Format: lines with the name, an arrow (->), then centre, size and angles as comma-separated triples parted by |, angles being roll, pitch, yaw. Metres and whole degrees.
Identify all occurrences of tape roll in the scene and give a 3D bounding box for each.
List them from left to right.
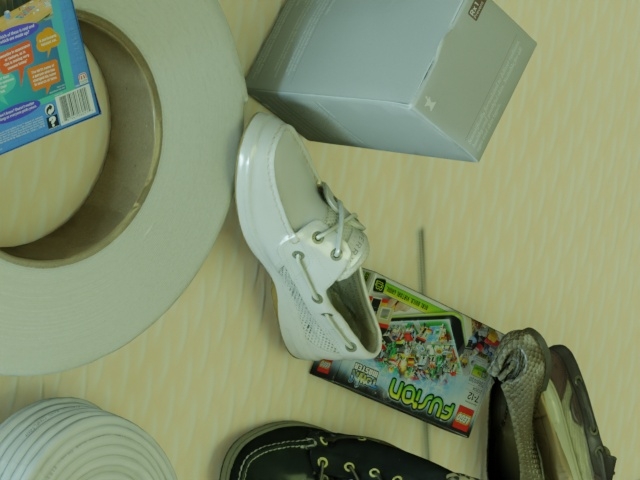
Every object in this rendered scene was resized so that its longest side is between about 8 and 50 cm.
tape roll -> -0.229, -0.085, 1.539 | 0.392, 0.072, 0.392 | -10, 106, -38

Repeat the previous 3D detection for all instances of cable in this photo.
cable -> -0.212, 0.257, 1.580 | 0.257, 0.089, 0.257 | 53, 51, -46

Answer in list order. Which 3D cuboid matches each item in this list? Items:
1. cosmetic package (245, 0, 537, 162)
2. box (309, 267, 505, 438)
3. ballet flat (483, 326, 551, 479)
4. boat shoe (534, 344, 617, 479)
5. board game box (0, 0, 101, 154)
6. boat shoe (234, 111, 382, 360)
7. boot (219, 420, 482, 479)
cosmetic package -> 0.056, -0.151, 1.657 | 0.107, 0.238, 0.127 | 37, 76, -39
box -> 0.089, 0.111, 1.880 | 0.207, 0.036, 0.114 | 25, 83, -41
ballet flat -> 0.188, 0.198, 1.936 | 0.058, 0.084, 0.250 | -18, 128, -27
boat shoe -> 0.267, 0.241, 2.022 | 0.092, 0.103, 0.285 | -31, 113, -27
board game box -> -0.260, -0.167, 1.415 | 0.160, 0.047, 0.210 | -26, 115, -34
boat shoe -> 0.000, 0.000, 1.701 | 0.098, 0.096, 0.277 | -62, 147, -37
boot -> 0.044, 0.229, 1.771 | 0.236, 0.178, 0.085 | 8, 94, -42
